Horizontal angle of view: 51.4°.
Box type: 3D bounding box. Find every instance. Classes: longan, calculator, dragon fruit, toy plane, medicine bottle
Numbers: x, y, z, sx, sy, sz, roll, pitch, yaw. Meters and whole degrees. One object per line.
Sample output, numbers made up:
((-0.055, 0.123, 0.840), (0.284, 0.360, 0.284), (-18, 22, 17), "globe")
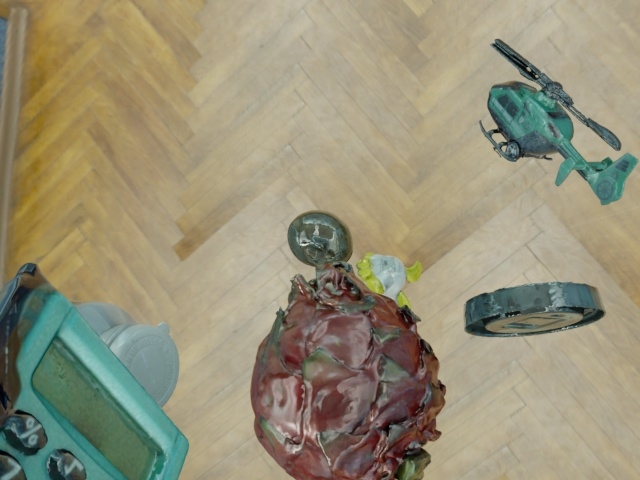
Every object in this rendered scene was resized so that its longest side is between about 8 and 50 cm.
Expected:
((0.000, 0.000, 1.049), (0.113, 0.113, 0.092), (31, 102, 14), "longan")
((-0.196, 0.191, 0.467), (0.058, 0.274, 0.248), (-8, 131, 21), "calculator")
((0.030, 0.175, 0.838), (0.245, 0.244, 0.298), (-12, 68, 16), "dragon fruit")
((0.399, -0.195, 1.169), (0.155, 0.107, 0.381), (111, 145, -42), "toy plane")
((-0.261, 0.132, 0.721), (0.215, 0.135, 0.135), (-2, 89, 32), "medicine bottle")

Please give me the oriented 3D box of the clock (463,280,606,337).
((0.332, 0.111, 1.047), (0.215, 0.215, 0.041), (-9, 70, 16), "clock")

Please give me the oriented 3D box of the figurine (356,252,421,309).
((0.114, 0.110, 1.234), (0.130, 0.109, 0.178), (6, 118, -15), "figurine")
